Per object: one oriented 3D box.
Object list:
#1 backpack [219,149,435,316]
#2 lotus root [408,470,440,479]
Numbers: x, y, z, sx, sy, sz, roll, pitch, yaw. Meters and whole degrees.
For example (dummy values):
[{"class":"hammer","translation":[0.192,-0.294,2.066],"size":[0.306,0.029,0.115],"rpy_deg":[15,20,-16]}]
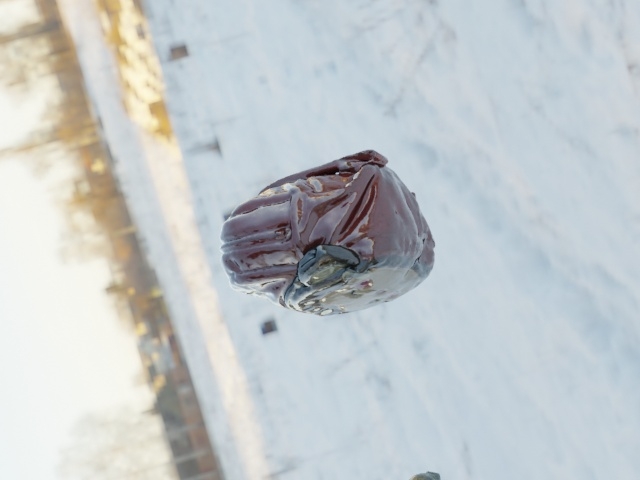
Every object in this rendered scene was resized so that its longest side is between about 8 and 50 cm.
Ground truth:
[{"class":"backpack","translation":[0.000,0.003,1.537],"size":[0.229,0.229,0.139],"rpy_deg":[95,168,-75]},{"class":"lotus root","translation":[0.116,0.317,1.797],"size":[0.049,0.099,0.054],"rpy_deg":[39,149,-14]}]
